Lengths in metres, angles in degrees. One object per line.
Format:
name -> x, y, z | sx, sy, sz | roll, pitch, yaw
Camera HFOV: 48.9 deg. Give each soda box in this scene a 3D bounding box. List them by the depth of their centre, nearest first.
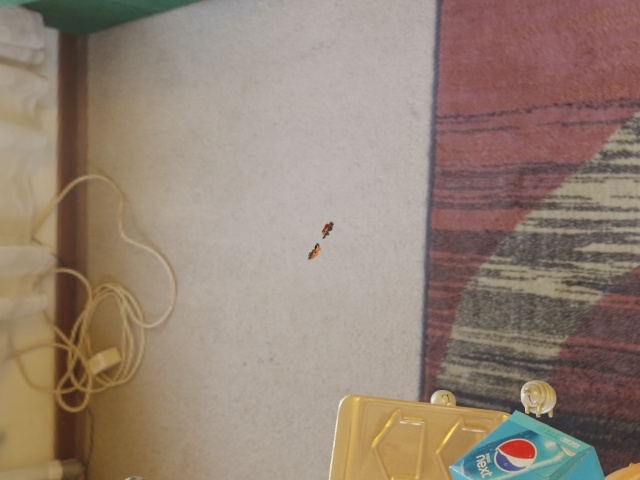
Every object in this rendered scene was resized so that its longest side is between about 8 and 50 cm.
soda box -> 0.165, 0.226, 0.476 | 0.071, 0.067, 0.210 | 13, 131, 61

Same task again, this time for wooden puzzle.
wooden puzzle -> 0.183, 0.464, 1.311 | 0.080, 0.348, 0.322 | 142, 136, -78

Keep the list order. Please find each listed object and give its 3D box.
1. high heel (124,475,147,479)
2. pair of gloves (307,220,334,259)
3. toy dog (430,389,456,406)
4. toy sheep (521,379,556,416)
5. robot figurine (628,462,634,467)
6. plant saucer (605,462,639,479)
high heel -> -0.200, 0.407, 0.738 | 0.093, 0.186, 0.261 | -12, 98, 7
pair of gloves -> 0.000, 0.000, 1.319 | 0.010, 0.074, 0.083 | 31, 98, 8
toy dog -> 0.380, 0.608, 1.982 | 0.334, 0.220, 0.161 | 63, 159, -5
toy sheep -> 0.544, 0.393, 1.761 | 0.091, 0.132, 0.091 | -18, 59, 34
robot figurine -> 0.668, 0.437, 1.360 | 0.085, 0.291, 0.211 | 32, 84, 35
plant saucer -> 0.325, 0.325, 0.762 | 0.037, 0.200, 0.200 | 27, 107, 57
